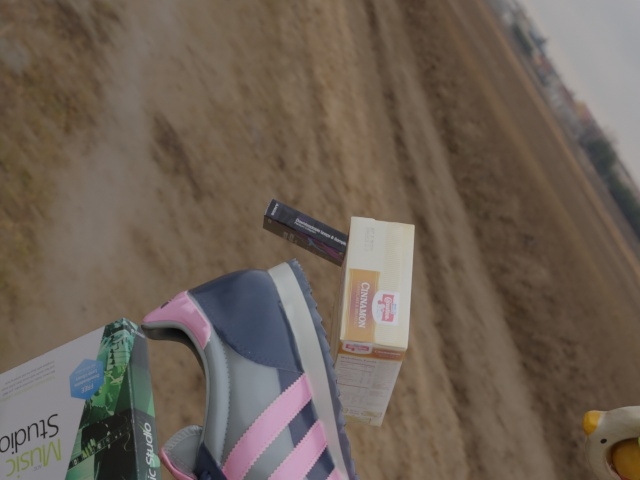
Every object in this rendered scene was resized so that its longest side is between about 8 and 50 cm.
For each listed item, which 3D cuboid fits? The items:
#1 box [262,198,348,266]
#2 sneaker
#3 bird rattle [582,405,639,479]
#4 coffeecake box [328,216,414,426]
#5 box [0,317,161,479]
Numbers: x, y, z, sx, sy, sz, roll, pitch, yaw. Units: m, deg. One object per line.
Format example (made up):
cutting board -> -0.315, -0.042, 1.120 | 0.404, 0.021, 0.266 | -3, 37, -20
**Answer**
box -> 0.000, 0.000, 1.586 | 0.162, 0.029, 0.116 | 28, -9, 1
sneaker -> -0.039, 0.175, 0.824 | 0.112, 0.131, 0.319 | 97, -20, -67
bird rattle -> 0.429, 0.261, 1.457 | 0.253, 0.207, 0.143 | 55, 43, -42
coffeecake box -> 0.048, 0.087, 1.235 | 0.185, 0.068, 0.142 | 100, -3, -57
box -> -0.310, 0.283, 1.509 | 0.058, 0.232, 0.322 | 35, 35, -52
